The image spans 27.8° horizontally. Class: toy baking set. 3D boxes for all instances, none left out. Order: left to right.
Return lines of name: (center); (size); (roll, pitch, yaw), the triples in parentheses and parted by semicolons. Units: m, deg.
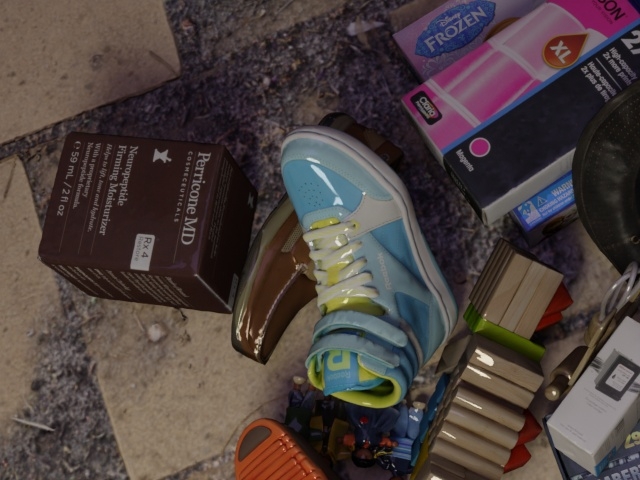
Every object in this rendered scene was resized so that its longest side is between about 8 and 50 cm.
toy baking set: (0.302, 0.083, 1.369); (0.030, 0.256, 0.197); (36, 123, 16)

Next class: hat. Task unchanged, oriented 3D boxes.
hat: (0.452, -0.051, 1.423); (0.331, 0.331, 0.134); (33, 44, 21)

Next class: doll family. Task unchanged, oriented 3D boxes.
doll family: (0.039, 0.228, 1.481); (0.193, 0.076, 0.111); (6, 68, 11)

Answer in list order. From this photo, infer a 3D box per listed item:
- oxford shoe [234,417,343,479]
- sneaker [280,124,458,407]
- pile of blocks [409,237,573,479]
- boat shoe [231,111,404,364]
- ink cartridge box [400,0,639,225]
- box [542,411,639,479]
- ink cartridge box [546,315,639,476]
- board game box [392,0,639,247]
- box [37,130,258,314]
oxford shoe: (0.035, 0.347, 1.406); (0.130, 0.133, 0.363); (-42, 74, 30)
sneaker: (0.030, 0.045, 1.398); (0.127, 0.319, 0.208); (-15, 29, 39)
pile of blocks: (0.193, 0.176, 1.443); (0.112, 0.149, 0.362); (26, 75, -6)
boat shoe: (0.000, 0.000, 1.544); (0.120, 0.122, 0.324); (23, 77, 13)
ink cartridge box: (0.294, -0.191, 1.506); (0.371, 0.069, 0.176); (-33, 68, -2)
box: (0.382, 0.241, 1.407); (0.233, 0.059, 0.183); (-20, 67, 5)
ink cartridge box: (0.319, 0.152, 1.366); (0.060, 0.104, 0.180); (34, 79, 25)
board game box: (0.303, -0.206, 1.576); (0.319, 0.066, 0.318); (-32, 68, 0)
box: (-0.205, -0.020, 1.568); (0.203, 0.167, 0.168); (5, 72, 14)
